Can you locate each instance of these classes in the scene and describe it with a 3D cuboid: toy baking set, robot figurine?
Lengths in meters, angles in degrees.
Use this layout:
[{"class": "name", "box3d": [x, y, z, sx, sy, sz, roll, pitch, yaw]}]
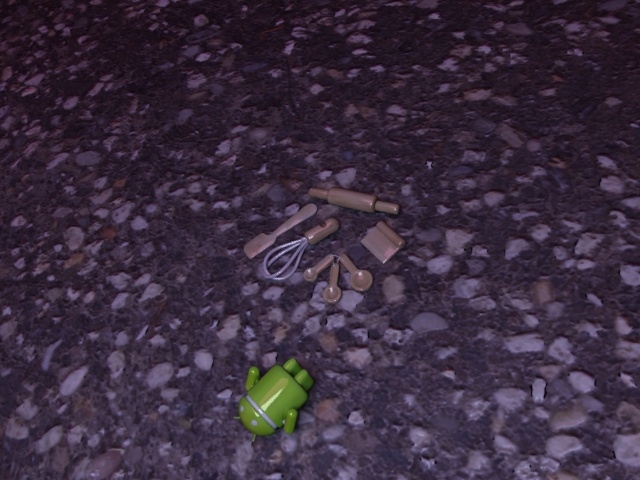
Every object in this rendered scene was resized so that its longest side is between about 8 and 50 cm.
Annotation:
[{"class": "toy baking set", "box3d": [0.004, -0.005, 0.988, 0.256, 0.030, 0.197, 18, 65, 27]}, {"class": "robot figurine", "box3d": [-0.063, 0.216, 0.842, 0.115, 0.067, 0.101, -43, 58, -12]}]
